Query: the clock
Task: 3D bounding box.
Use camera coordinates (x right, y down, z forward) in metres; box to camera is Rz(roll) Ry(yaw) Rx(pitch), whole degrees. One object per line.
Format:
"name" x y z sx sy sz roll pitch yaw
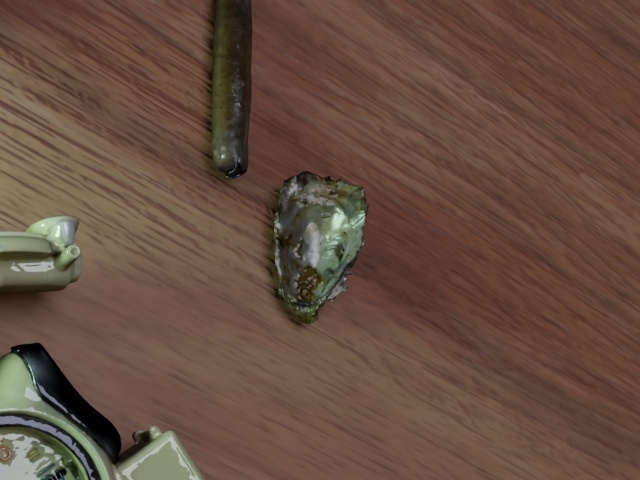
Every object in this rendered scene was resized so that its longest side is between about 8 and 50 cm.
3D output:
"clock" -0.277 0.121 0.868 0.276 0.120 0.379 -29 93 -35

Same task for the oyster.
"oyster" -0.003 0.007 1.136 0.105 0.056 0.177 7 65 -19

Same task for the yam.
"yam" -0.099 -0.190 1.160 0.046 0.046 0.264 14 62 -29
